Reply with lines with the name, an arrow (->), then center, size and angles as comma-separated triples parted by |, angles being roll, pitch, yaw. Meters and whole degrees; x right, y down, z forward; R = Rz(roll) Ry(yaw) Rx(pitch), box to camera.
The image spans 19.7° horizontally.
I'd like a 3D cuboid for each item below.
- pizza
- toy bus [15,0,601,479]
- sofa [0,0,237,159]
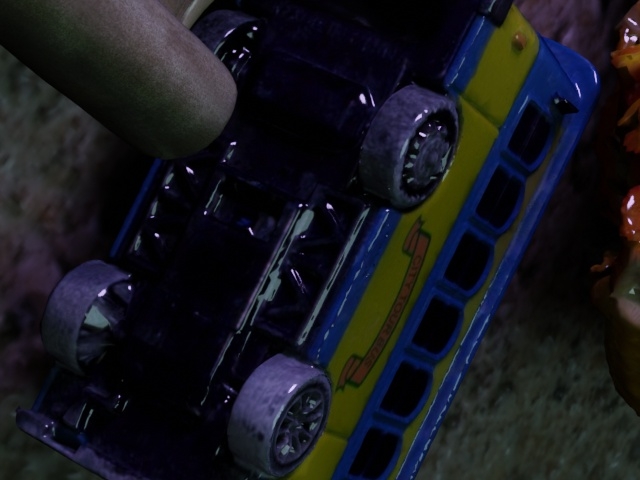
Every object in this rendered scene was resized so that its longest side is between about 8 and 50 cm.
pizza -> 0.217, -0.100, 1.026 | 0.440, 0.130, 0.406 | 17, 79, -73
toy bus -> 0.000, 0.000, 0.879 | 0.288, 0.138, 0.175 | -64, 151, -2
sofa -> -0.161, -0.103, 0.647 | 0.200, 0.258, 0.182 | 39, 67, -44
